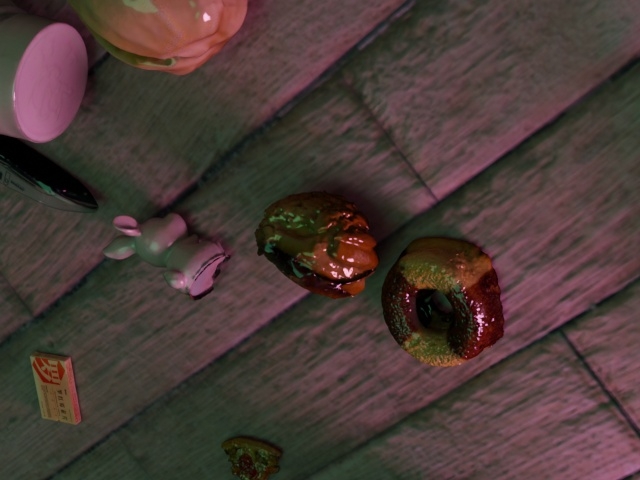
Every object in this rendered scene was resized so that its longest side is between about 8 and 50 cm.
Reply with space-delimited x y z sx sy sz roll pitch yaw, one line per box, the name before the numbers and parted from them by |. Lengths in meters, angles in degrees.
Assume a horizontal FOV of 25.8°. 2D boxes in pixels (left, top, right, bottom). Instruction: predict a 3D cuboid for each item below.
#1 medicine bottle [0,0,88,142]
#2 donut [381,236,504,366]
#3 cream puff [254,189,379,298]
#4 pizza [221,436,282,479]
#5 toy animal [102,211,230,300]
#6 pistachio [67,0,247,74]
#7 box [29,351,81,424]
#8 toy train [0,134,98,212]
medicine bottle | -0.418 -0.204 1.572 0.293 0.170 0.170 15 118 23
donut | 0.125 0.066 1.453 0.140 0.059 0.140 13 117 28
cream puff | 0.000 0.000 1.460 0.133 0.119 0.104 34 103 -1
pizza | -0.082 0.275 1.680 0.083 0.025 0.078 2 110 28
toy animal | -0.175 0.012 1.590 0.124 0.085 0.071 40 142 15
pistachio | -0.184 -0.266 1.431 0.229 0.157 0.157 36 124 17
box | -0.340 0.190 1.795 0.058 0.015 0.093 7 115 29
toy train | -0.370 -0.089 1.664 0.252 0.055 0.048 33 123 14
